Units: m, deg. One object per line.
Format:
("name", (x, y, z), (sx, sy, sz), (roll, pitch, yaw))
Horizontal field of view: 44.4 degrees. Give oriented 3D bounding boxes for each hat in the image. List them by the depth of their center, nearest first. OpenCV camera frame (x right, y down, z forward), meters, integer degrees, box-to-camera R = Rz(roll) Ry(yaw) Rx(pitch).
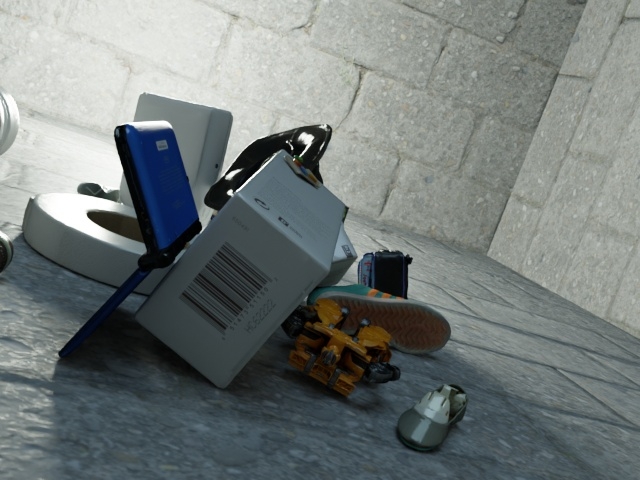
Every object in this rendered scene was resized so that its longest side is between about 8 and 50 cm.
("hat", (-0.088, -0.126, 1.749), (0.134, 0.331, 0.331), (55, -10, -28))

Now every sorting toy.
("sorting toy", (-0.034, -0.127, 1.338), (0.062, 0.012, 0.083), (29, 19, -45))

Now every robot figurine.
("robot figurine", (0.031, 0.168, 1.262), (0.211, 0.085, 0.291), (28, 9, 7))

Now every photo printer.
("photo printer", (-0.352, -0.182, 1.872), (0.256, 0.308, 0.107), (18, 8, 30))

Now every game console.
("game console", (-0.268, -0.017, 1.051), (0.173, 0.250, 0.293), (-15, 9, 1))

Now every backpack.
("backpack", (0.140, 0.102, 1.767), (0.116, 0.158, 0.173), (2, -5, 0))

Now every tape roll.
("tape roll", (-0.355, 0.007, 1.477), (0.392, 0.072, 0.392), (19, 9, -3))

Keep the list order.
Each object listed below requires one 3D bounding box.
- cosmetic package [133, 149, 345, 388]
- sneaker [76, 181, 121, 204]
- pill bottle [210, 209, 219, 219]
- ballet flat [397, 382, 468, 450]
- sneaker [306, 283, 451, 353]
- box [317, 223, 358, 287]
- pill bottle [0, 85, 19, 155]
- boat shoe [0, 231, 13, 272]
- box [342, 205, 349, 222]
("cosmetic package", (-0.099, 0.018, 1.218), (0.161, 0.230, 0.453), (40, 14, -6))
("sneaker", (-0.544, -0.112, 1.898), (0.061, 0.054, 0.152), (13, -1, 22))
("pill bottle", (-0.264, -0.099, 2.229), (0.186, 0.112, 0.112), (21, 8, 14))
("ballet flat", (0.169, 0.249, 1.160), (0.072, 0.068, 0.213), (23, 9, 21))
("sneaker", (0.116, 0.143, 1.578), (0.302, 0.108, 0.121), (16, 14, -19))
("box", (-0.052, 0.006, 1.590), (0.181, 0.119, 0.181), (-12, 62, -31))
("pill bottle", (-0.793, -0.252, 1.595), (0.224, 0.224, 0.392), (20, 8, 3))
("boat shoe", (-0.561, -0.016, 1.082), (0.257, 0.095, 0.095), (19, 14, -10))
("box", (0.000, 0.000, 1.886), (0.036, 0.207, 0.114), (16, 10, -23))
